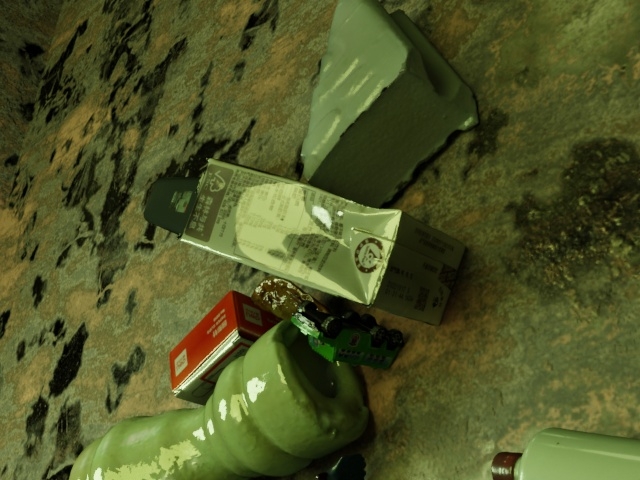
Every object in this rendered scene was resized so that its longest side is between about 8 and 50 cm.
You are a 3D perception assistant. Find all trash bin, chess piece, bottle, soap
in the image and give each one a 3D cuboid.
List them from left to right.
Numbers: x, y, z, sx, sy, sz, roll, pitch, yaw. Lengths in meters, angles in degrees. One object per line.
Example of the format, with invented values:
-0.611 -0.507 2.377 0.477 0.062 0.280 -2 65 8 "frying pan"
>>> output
-0.204 -0.046 1.428 0.226 0.165 0.114 14 82 55 "trash bin"
-0.144 0.300 1.127 0.442 0.234 0.234 -37 45 25 "chess piece"
0.063 -0.217 1.209 0.257 0.159 0.302 -49 38 24 "soap"
0.269 0.235 0.738 0.245 0.104 0.104 -5 67 49 "bottle"

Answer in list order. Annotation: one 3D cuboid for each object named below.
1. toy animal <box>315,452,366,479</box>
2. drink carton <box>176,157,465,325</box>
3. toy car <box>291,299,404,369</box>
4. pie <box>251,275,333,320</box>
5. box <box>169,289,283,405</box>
-0.004 0.404 1.003 0.239 0.177 0.255 32 130 56 "toy animal"
-0.001 0.000 1.048 0.325 0.194 0.131 18 89 34 "drink carton"
0.033 0.127 1.037 0.071 0.165 0.062 26 97 48 "toy car"
-0.022 0.103 1.142 0.191 0.088 0.033 30 52 22 "pie"
-0.134 0.180 1.237 0.182 0.133 0.099 -43 41 25 "box"
